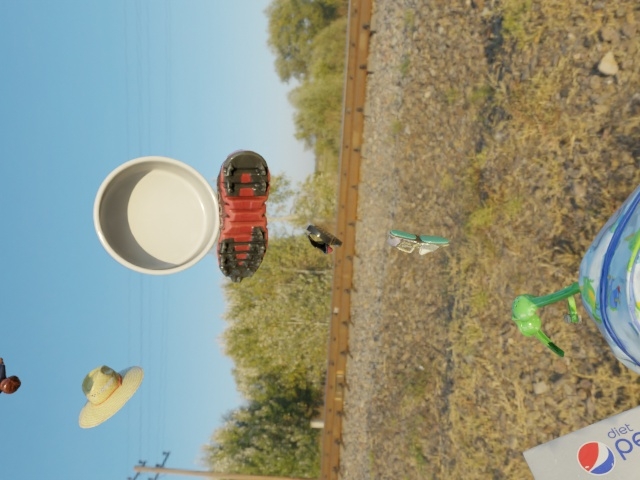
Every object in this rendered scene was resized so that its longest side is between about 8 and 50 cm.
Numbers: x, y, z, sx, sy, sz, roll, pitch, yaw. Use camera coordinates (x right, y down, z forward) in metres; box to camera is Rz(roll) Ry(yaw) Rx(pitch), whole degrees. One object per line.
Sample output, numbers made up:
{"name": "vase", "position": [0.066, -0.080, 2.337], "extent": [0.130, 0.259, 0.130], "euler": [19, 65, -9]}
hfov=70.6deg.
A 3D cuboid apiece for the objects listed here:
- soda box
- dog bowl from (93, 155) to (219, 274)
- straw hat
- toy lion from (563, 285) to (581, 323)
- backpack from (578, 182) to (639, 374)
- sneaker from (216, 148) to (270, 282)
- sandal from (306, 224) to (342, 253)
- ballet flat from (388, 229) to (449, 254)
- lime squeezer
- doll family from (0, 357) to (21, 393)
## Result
{"name": "soda box", "position": [0.452, 0.308, 0.639], "extent": [0.091, 0.287, 0.098], "euler": [50, -163, -28]}
{"name": "dog bowl", "position": [-0.373, -0.052, 1.035], "extent": [0.104, 0.265, 0.264], "euler": [-10, 77, 63]}
{"name": "straw hat", "position": [-0.415, 0.275, 0.860], "extent": [0.061, 0.145, 0.144], "euler": [61, -167, -25]}
{"name": "toy lion", "position": [0.650, 0.167, 1.177], "extent": [0.100, 0.034, 0.095], "euler": [15, -110, -66]}
{"name": "backpack", "position": [0.469, 0.013, 0.488], "extent": [0.290, 0.356, 0.273], "euler": [53, -168, 0]}
{"name": "sneaker", "position": [-0.155, -0.054, 0.890], "extent": [0.135, 0.098, 0.275], "euler": [-118, 32, -60]}
{"name": "sandal", "position": [0.000, 0.000, 0.862], "extent": [0.040, 0.067, 0.179], "euler": [-59, -10, 4]}
{"name": "ballet flat", "position": [0.183, 0.006, 0.857], "extent": [0.041, 0.115, 0.041], "euler": [9, -90, -89]}
{"name": "lime squeezer", "position": [0.438, 0.151, 0.898], "extent": [0.310, 0.110, 0.058], "euler": [62, -151, -49]}
{"name": "doll family", "position": [-0.496, 0.262, 0.635], "extent": [0.076, 0.112, 0.192], "euler": [35, -133, -60]}
